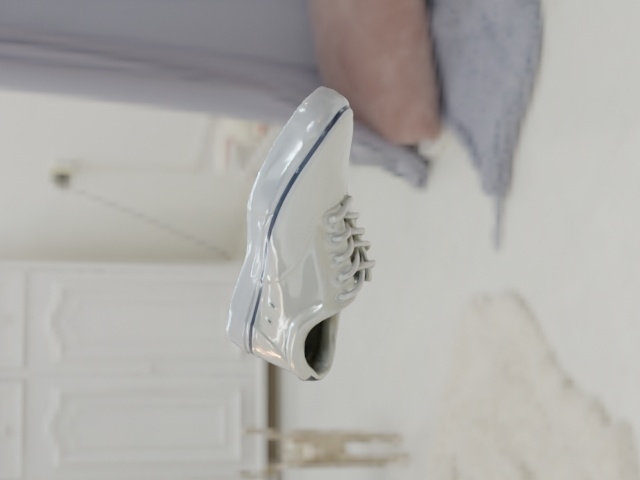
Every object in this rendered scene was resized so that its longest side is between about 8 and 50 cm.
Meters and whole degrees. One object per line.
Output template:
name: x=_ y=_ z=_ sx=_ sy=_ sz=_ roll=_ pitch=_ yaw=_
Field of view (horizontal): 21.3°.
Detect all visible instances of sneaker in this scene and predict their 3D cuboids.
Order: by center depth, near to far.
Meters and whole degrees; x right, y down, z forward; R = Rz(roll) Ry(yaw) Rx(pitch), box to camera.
sneaker: x=0.000 y=0.000 z=1.241 sx=0.094 sy=0.091 sz=0.258 roll=-49 pitch=-19 yaw=-40
